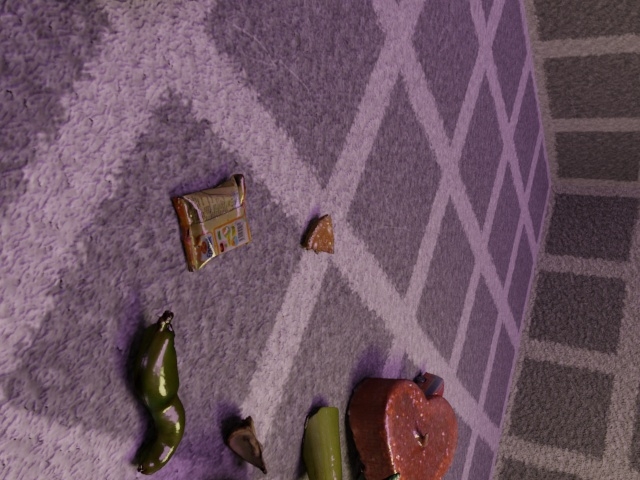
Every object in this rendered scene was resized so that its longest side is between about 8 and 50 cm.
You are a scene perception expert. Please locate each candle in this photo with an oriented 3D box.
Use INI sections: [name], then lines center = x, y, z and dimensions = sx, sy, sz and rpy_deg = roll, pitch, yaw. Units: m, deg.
[candle]
center = 0.193, 0.461, 1.221
dimensions = 0.317, 0.132, 0.287
rpy_deg = 38, 57, -36

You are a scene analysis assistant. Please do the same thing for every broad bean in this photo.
[broad bean]
center = -0.202, 0.189, 0.681
dimensions = 0.070, 0.048, 0.213
rpy_deg = -12, 109, -58

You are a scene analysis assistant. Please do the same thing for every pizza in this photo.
[pizza]
center = -0.001, 0.000, 0.998
dimensions = 0.083, 0.025, 0.078
rpy_deg = -54, 134, -29

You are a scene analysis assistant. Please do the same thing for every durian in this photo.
[durian]
center = -0.105, 0.314, 0.848
dimensions = 0.052, 0.066, 0.130
rpy_deg = -51, 145, -41

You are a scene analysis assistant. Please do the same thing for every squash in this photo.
[squash]
center = 0.003, 0.425, 1.038
dimensions = 0.090, 0.075, 0.200
rpy_deg = 75, 11, -62

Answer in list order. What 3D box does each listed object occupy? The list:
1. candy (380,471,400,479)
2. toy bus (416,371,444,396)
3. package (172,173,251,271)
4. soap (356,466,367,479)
[candy]
center = 0.014, 0.505, 0.924
dimensions = 0.323, 0.097, 0.097
rpy_deg = -43, 139, -5
[toy bus]
center = 0.276, 0.431, 1.479
dimensions = 0.192, 0.077, 0.064
rpy_deg = -28, 122, -52
[package]
center = -0.144, -0.026, 0.755
dimensions = 0.121, 0.031, 0.107
rpy_deg = -30, 120, -47
[soap]
center = 0.115, 0.598, 1.259
dimensions = 0.198, 0.064, 0.114
rpy_deg = -35, 124, -52
